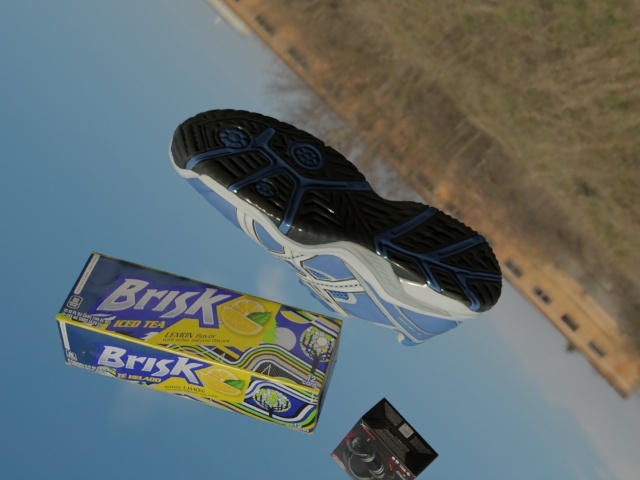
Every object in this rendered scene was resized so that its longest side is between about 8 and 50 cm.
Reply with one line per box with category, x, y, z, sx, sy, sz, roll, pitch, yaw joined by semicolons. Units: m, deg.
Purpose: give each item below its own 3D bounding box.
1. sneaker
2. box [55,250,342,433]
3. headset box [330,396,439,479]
sneaker;0.000;0.000;0.617;0.211;0.081;0.080;32;-134;-8
box;-0.075;0.064;0.658;0.169;0.054;0.059;14;-129;7
headset box;0.048;0.172;0.829;0.062;0.083;0.032;47;-128;12
